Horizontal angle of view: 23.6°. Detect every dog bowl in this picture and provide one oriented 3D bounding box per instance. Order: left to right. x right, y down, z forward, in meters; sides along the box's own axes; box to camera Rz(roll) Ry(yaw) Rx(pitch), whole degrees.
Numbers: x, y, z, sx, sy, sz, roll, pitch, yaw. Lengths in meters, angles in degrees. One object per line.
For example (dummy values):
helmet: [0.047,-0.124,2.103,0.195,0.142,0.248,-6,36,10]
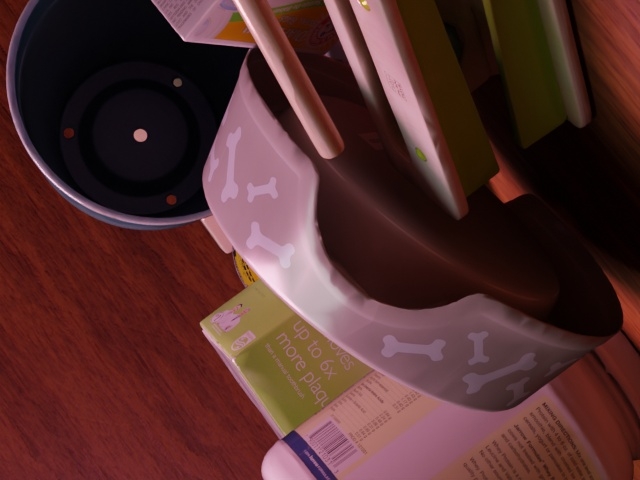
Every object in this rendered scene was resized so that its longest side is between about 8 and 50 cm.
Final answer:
dog bowl: [0.062,-0.008,1.177,0.349,0.102,0.349,32,-161,-12]

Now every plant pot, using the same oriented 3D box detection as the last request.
plant pot: [-0.175,-0.130,1.534,0.271,0.272,0.255,54,166,0]

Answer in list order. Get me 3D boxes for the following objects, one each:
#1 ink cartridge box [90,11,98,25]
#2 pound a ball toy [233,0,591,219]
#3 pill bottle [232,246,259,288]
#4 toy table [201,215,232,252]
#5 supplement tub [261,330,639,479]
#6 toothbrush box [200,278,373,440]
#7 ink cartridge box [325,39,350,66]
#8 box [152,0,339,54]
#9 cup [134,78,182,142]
ink cartridge box: [-0.201,-0.334,1.591,0.139,0.191,0.082,52,171,17]
pound a ball toy: [0.034,-0.149,0.983,0.136,0.208,0.319,47,170,40]
pill bottle: [0.000,0.000,1.831,0.188,0.188,0.334,54,171,-3]
toy table: [-0.149,-0.128,2.241,0.274,0.161,0.252,55,172,-10]
supplement tub: [0.135,0.199,1.409,0.235,0.325,0.235,52,171,12]
toothbrush box: [0.055,0.095,1.582,0.206,0.283,0.122,58,170,-25]
ink cartridge box: [0.017,-0.213,1.354,0.189,0.066,0.232,58,175,-26]
box: [-0.041,-0.216,1.146,0.103,0.114,0.203,52,-154,17]
cup: [-0.181,-0.211,1.819,0.331,0.237,0.331,53,172,11]
